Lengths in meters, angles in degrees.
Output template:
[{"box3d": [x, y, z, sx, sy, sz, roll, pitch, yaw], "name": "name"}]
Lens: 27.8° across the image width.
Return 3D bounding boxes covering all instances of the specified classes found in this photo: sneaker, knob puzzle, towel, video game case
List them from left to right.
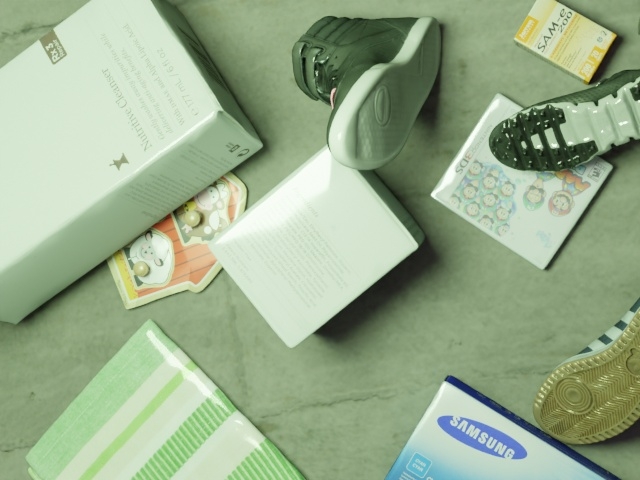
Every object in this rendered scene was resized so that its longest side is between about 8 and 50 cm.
[{"box3d": [-0.179, -0.029, 1.550, 0.213, 0.030, 0.213, 0, 90, 10], "name": "knob puzzle"}, {"box3d": [-0.173, 0.295, 1.553, 0.325, 0.038, 0.248, 44, 96, 9], "name": "towel"}, {"box3d": [0.025, -0.162, 1.406, 0.147, 0.296, 0.104, 4, 123, 21], "name": "sneaker"}, {"box3d": [0.229, -0.068, 1.480, 0.157, 0.019, 0.143, 34, 97, 8], "name": "video game case"}, {"box3d": [0.303, -0.135, 1.428, 0.234, 0.106, 0.078, -17, 100, 21], "name": "sneaker"}, {"box3d": [0.356, 0.110, 1.432, 0.099, 0.153, 0.282, 43, 128, 4], "name": "sneaker"}]

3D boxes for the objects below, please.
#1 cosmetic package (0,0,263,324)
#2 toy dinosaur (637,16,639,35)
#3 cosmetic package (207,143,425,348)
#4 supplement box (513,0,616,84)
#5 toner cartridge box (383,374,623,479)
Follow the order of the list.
[{"box3d": [-0.289, -0.098, 1.488, 0.385, 0.156, 0.217, -36, 71, 7], "name": "cosmetic package"}, {"box3d": [0.386, -0.380, 1.413, 0.160, 0.121, 0.313, 22, 105, 33], "name": "toy dinosaur"}, {"box3d": [0.000, 0.000, 1.452, 0.183, 0.151, 0.151, -39, 89, 9], "name": "cosmetic package"}, {"box3d": [0.276, -0.227, 1.460, 0.098, 0.036, 0.062, 31, 95, 9], "name": "supplement box"}, {"box3d": [0.249, 0.313, 1.455, 0.348, 0.075, 0.165, 31, 95, 9], "name": "toner cartridge box"}]
